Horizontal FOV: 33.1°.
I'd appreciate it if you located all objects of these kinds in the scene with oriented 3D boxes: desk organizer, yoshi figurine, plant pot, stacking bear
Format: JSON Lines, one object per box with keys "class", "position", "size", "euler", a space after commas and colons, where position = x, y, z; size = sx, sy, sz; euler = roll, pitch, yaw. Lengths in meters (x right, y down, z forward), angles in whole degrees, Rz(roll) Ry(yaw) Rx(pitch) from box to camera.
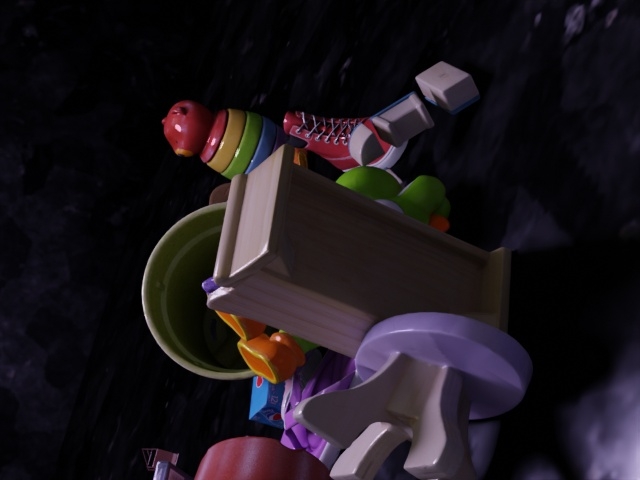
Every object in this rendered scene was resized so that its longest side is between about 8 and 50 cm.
{"class": "desk organizer", "position": [-0.362, 0.489, 2.390], "size": [0.130, 0.050, 0.047], "euler": [-23, 49, 63]}
{"class": "yoshi figurine", "position": [0.013, 0.020, 1.515], "size": [0.362, 0.203, 0.203], "euler": [-37, -8, -16]}
{"class": "plant pot", "position": [-0.122, 0.108, 1.728], "size": [0.254, 0.276, 0.276], "euler": [75, -151, -72]}
{"class": "plant pot", "position": [-0.096, 0.436, 1.494], "size": [0.272, 0.272, 0.265], "euler": [-50, 19, 43]}
{"class": "stacking bear", "position": [-0.193, -0.204, 2.279], "size": [0.175, 0.289, 0.164], "euler": [-9, 62, 68]}

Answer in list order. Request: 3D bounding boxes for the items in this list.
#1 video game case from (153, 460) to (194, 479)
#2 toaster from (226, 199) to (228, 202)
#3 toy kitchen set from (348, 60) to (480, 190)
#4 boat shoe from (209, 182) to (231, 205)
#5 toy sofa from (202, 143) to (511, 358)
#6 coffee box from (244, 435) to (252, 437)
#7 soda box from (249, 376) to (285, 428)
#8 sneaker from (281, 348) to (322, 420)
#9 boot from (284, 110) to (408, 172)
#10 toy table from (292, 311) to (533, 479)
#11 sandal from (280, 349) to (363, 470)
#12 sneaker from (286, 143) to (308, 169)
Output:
{"class": "video game case", "position": [-0.214, 0.484, 1.569], "size": [0.026, 0.196, 0.274], "euler": [-2, 60, 22]}
{"class": "toaster", "position": [-0.113, 0.015, 2.020], "size": [0.129, 0.227, 0.146], "euler": [12, 72, 48]}
{"class": "toy kitchen set", "position": [0.155, -0.147, 1.665], "size": [0.207, 0.166, 0.122], "euler": [-31, 24, -2]}
{"class": "boat shoe", "position": [-0.188, 0.035, 2.327], "size": [0.110, 0.122, 0.341], "euler": [78, -168, -52]}
{"class": "toy sofa", "position": [0.046, 0.041, 1.325], "size": [0.177, 0.363, 0.150], "euler": [-34, 41, 50]}
{"class": "coffee box", "position": [-0.117, 0.458, 1.718], "size": [0.141, 0.098, 0.246], "euler": [-46, 31, 48]}
{"class": "soda box", "position": [-0.072, 0.216, 1.884], "size": [0.071, 0.067, 0.210], "euler": [-48, 29, 46]}
{"class": "sneaker", "position": [-0.038, 0.246, 1.797], "size": [0.070, 0.051, 0.134], "euler": [-27, 42, 64]}
{"class": "boot", "position": [0.036, -0.185, 1.840], "size": [0.244, 0.176, 0.088], "euler": [-18, 52, 63]}
{"class": "toy table", "position": [0.108, 0.199, 1.224], "size": [0.160, 0.252, 0.274], "euler": [-61, 3, -26]}
{"class": "sandal", "position": [0.007, 0.200, 1.640], "size": [0.416, 0.102, 0.169], "euler": [-63, 21, 12]}
{"class": "sneaker", "position": [-0.043, -0.139, 2.191], "size": [0.067, 0.064, 0.175], "euler": [-16, 59, 42]}
